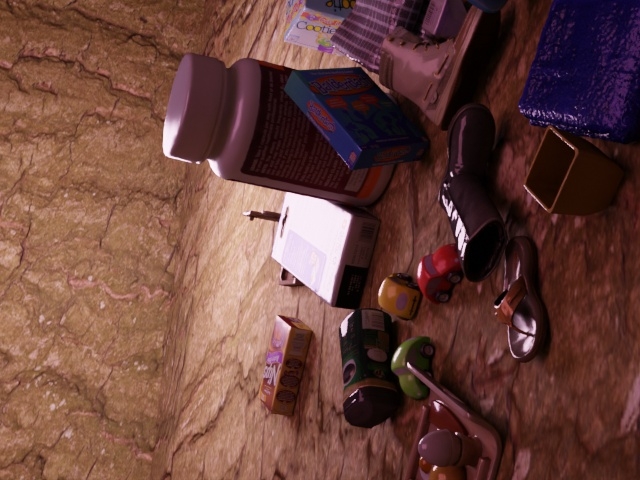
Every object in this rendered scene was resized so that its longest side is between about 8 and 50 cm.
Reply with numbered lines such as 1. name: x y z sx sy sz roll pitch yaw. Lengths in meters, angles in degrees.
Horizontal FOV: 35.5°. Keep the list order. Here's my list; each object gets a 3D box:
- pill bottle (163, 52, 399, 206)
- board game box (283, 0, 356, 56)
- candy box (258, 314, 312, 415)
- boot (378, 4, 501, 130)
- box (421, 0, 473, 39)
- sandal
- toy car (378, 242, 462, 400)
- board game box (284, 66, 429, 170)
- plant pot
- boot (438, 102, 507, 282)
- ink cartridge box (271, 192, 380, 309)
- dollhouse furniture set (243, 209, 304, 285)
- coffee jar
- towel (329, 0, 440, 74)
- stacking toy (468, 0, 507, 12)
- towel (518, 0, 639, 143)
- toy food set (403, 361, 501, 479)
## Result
1. pill bottle: -0.073 -0.204 1.822 0.224 0.392 0.224 -169 90 -70
2. board game box: 0.017 -0.560 2.143 0.142 0.144 0.275 138 140 -61
3. candy box: -0.076 0.260 2.091 0.109 0.053 0.186 -153 73 -69
4. boot: 0.178 -0.299 1.549 0.165 0.077 0.213 41 128 31
5. box: 0.247 -0.473 1.571 0.067 0.063 0.324 -122 47 -61
6. sandal: 0.248 0.073 1.286 0.072 0.049 0.180 130 145 -55
7. toy car: 0.142 0.132 1.546 0.239 0.053 0.225 145 133 -63
8. board game box: 0.060 -0.210 1.686 0.210 0.160 0.047 51 133 28
9. plant pot: 0.301 -0.076 1.167 0.081 0.083 0.081 -116 41 -59
10. boot: 0.214 -0.071 1.386 0.208 0.076 0.189 -85 0 -63
11. ink cartridge box: 0.000 0.000 1.975 0.371 0.069 0.175 32 110 64
12. dollhouse furniture set: -0.102 0.016 2.190 0.144 0.123 0.151 170 110 -70
13. coffee jar: 0.078 0.210 1.643 0.096 0.079 0.184 128 149 -48
14. towel: 0.129 -0.414 1.784 0.283 0.121 0.235 -129 53 -66
15. stacking toy: 0.275 -0.451 1.311 0.175 0.166 0.302 -62 13 -26
16. towel: 0.338 -0.275 1.186 0.227 0.076 0.308 -150 72 -71
17. toy food set: 0.135 0.347 1.387 0.220 0.092 0.306 -147 70 -69
